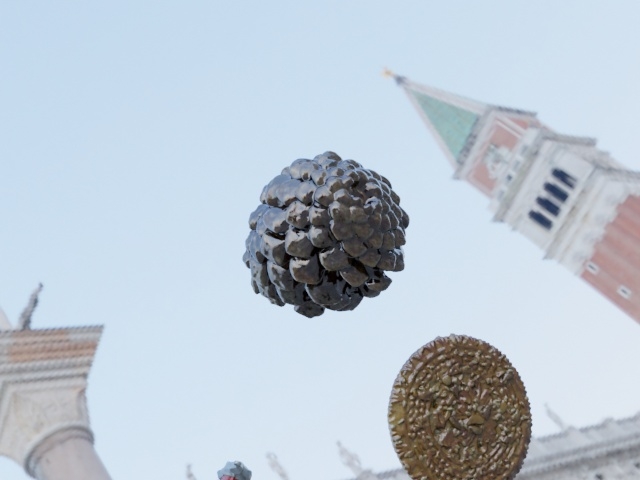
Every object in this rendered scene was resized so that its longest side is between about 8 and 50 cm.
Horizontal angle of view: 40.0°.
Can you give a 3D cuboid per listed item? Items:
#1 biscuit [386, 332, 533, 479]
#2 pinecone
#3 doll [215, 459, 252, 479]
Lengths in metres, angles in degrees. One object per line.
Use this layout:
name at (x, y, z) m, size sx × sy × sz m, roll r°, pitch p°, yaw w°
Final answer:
biscuit at (0.255, 0.315, 1.567) m, size 0.305 × 0.305 × 0.038 m, roll -22°, pitch 0°, yaw -26°
pinecone at (0.000, 0.001, 1.020) m, size 0.179 × 0.184 × 0.204 m, roll 36°, pitch -56°, yaw -10°
doll at (-0.111, 0.313, 1.150) m, size 0.039 × 0.057 × 0.114 m, roll -33°, pitch -26°, yaw -36°
